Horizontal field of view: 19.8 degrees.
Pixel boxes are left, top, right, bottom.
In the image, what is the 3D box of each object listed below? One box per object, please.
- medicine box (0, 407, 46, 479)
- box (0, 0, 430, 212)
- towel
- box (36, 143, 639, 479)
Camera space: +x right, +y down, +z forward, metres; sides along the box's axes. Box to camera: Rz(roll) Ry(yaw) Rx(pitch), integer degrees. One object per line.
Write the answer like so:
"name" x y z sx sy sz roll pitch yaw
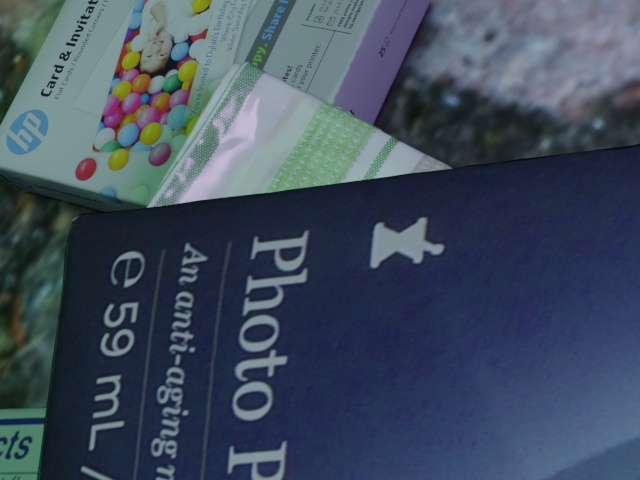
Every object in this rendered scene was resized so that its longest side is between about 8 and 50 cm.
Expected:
"medicine box" -0.046 0.210 0.636 0.264 0.149 0.289 -4 62 29
"box" -0.057 -0.076 0.876 0.186 0.038 0.145 15 72 37
"towel" 0.000 0.000 0.774 0.152 0.023 0.113 28 81 16
"box" 0.094 0.138 0.399 0.294 0.183 0.296 -7 62 19
